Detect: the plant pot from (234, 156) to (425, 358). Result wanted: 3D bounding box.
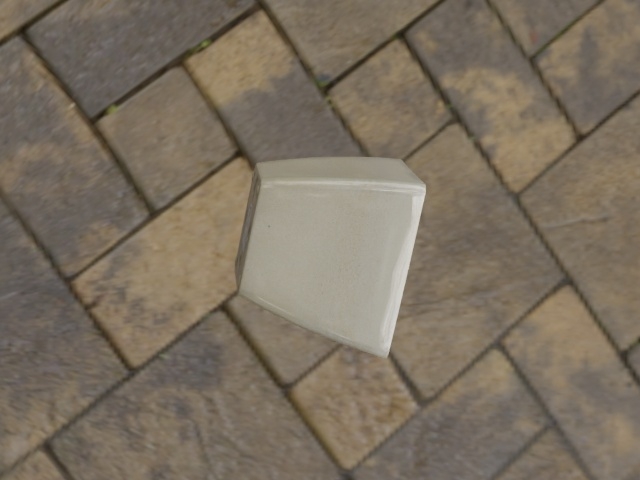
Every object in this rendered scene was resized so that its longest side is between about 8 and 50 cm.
[{"bbox_3d":[0.000,0.000,0.859,0.096,0.109,0.109,11,101,-7],"label":"plant pot"}]
